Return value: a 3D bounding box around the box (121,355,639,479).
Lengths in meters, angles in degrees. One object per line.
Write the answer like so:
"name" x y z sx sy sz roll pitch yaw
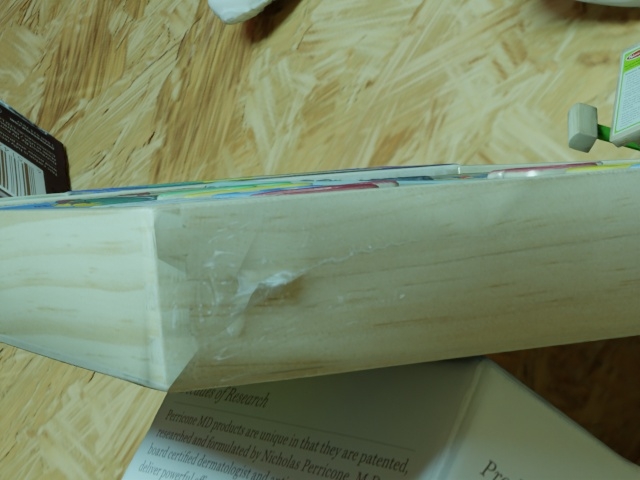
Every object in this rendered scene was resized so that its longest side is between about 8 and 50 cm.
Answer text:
"box" 0.040 0.127 0.573 0.182 0.181 0.119 1 59 57

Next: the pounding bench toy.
"pounding bench toy" 0.156 -0.049 0.709 0.083 0.065 0.052 -25 41 43

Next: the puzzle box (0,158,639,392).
"puzzle box" 0.000 0.000 0.654 0.409 0.272 0.052 -177 83 -66

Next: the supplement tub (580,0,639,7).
"supplement tub" 0.171 -0.304 0.811 0.207 0.207 0.338 3 62 58

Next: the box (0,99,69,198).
"box" -0.321 -0.013 1.283 0.203 0.168 0.167 -46 30 15

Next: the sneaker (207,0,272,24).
"sneaker" -0.050 -0.262 1.196 0.090 0.115 0.232 -20 44 47
